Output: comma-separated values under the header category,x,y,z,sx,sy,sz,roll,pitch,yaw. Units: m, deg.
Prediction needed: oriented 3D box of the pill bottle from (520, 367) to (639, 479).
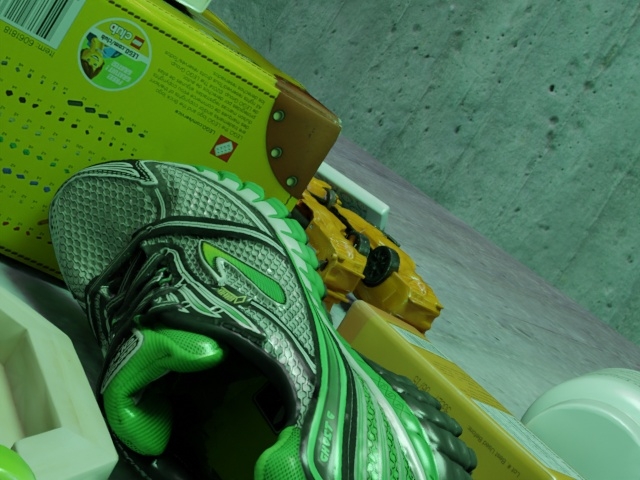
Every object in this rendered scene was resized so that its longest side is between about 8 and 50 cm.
category,x,y,z,sx,sy,sz,roll,pitch,yaw
pill bottle,0.221,0.171,0.962,0.131,0.131,0.229,35,10,19

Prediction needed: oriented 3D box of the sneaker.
category,x,y,z,sx,sy,sz,roll,pitch,yaw
sneaker,-0.062,0.048,0.654,0.146,0.134,0.343,22,14,-46

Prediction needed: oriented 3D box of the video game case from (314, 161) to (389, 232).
category,x,y,z,sx,sy,sz,roll,pitch,yaw
video game case,0.009,-0.038,1.466,0.157,0.019,0.143,35,-28,18

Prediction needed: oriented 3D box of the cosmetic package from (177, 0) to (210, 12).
category,x,y,z,sx,sy,sz,roll,pitch,yaw
cosmetic package,-0.141,-0.279,0.958,0.160,0.113,0.309,31,10,-16

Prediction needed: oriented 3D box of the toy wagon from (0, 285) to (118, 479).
category,x,y,z,sx,sy,sz,roll,pitch,yaw
toy wagon,-0.241,0.012,0.453,0.344,0.068,0.267,26,11,-30

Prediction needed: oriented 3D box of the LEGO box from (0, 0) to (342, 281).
category,x,y,z,sx,sy,sz,roll,pitch,yaw
LEGO box,-0.283,-0.171,0.873,0.500,0.193,0.372,28,10,-31

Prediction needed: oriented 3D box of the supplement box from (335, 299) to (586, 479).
category,x,y,z,sx,sy,sz,roll,pitch,yaw
supplement box,0.089,0.138,0.866,0.080,0.078,0.233,28,10,-41

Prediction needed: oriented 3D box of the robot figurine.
category,x,y,z,sx,sy,sz,roll,pitch,yaw
robot figurine,0.000,0.000,1.280,0.211,0.085,0.291,27,11,-32
